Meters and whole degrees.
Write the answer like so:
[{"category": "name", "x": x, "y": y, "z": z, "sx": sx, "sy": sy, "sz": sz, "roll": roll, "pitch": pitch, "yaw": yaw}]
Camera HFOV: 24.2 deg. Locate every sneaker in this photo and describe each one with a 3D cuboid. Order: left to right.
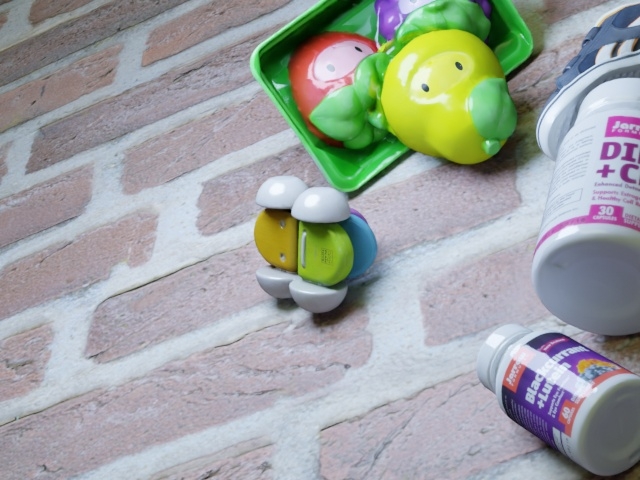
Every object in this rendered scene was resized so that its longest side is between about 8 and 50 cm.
[{"category": "sneaker", "x": 0.378, "y": -0.207, "z": 1.893, "sx": 0.321, "sy": 0.126, "sz": 0.127, "roll": -32, "pitch": 36, "yaw": -19}]

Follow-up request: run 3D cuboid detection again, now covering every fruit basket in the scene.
[{"category": "fruit basket", "x": 0.120, "y": -0.241, "z": 2.050, "sx": 0.392, "sy": 0.283, "sz": 0.392, "roll": -32, "pitch": 16, "yaw": 11}]

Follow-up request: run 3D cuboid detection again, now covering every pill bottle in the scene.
[{"category": "pill bottle", "x": 0.250, "y": 0.156, "z": 1.545, "sx": 0.108, "sy": 0.108, "sz": 0.193, "roll": -41, "pitch": 34, "yaw": -13}, {"category": "pill bottle", "x": 0.338, "y": -0.046, "z": 1.682, "sx": 0.160, "sy": 0.160, "sz": 0.283, "roll": -11, "pitch": 39, "yaw": 29}]

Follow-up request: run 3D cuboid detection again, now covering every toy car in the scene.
[{"category": "toy car", "x": 0.000, "y": 0.000, "z": 1.944, "sx": 0.136, "sy": 0.159, "sz": 0.182, "roll": -9, "pitch": 17, "yaw": -36}]
